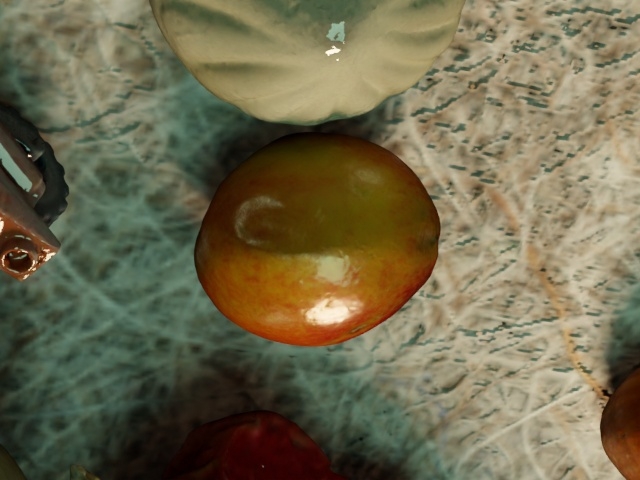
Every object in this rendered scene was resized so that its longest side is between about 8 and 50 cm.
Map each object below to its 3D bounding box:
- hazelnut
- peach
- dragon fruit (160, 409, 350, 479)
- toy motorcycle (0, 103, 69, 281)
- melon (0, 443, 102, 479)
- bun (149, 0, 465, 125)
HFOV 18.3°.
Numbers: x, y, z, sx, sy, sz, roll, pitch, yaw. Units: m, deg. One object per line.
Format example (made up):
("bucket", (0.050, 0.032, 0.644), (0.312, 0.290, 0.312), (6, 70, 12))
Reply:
("hazelnut", (0.181, 0.096, 0.987), (0.086, 0.086, 0.086), (-6, 123, -10))
("peach", (0.001, 0.001, 0.864), (0.100, 0.101, 0.101), (-6, 123, -10))
("dragon fruit", (-0.023, 0.237, 1.024), (0.329, 0.228, 0.286), (8, 155, -41))
("toy motorcycle", (-0.185, -0.051, 0.774), (0.084, 0.118, 0.212), (-39, 123, 24))
("melon", (-0.245, 0.172, 0.826), (0.308, 0.272, 0.272), (7, 121, -4))
("bun", (-0.001, -0.103, 0.802), (0.138, 0.094, 0.138), (-5, 120, -9))
